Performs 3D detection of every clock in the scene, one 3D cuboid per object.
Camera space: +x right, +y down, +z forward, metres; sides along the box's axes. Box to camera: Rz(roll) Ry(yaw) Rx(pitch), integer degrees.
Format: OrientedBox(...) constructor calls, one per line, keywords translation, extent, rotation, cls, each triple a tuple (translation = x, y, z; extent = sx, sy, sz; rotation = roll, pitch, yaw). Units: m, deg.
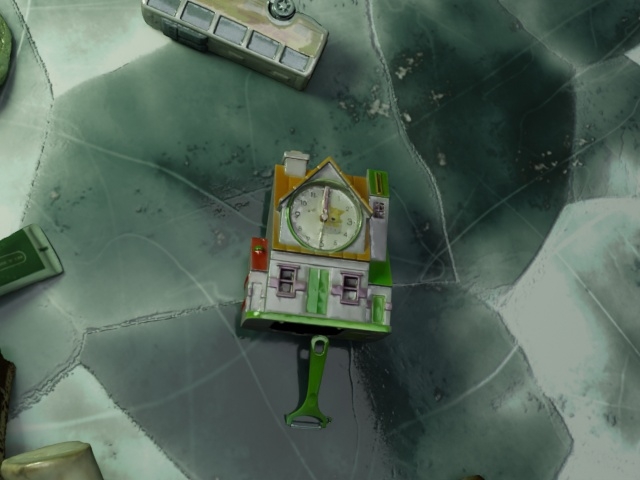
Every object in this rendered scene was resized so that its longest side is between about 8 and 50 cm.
OrientedBox(translation=(0.000, 0.000, 1.216), extent=(0.235, 0.166, 0.310), rotation=(7, 73, -9), cls="clock")

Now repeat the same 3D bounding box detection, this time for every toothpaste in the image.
OrientedBox(translation=(-0.590, 0.085, 1.102), extent=(0.392, 0.061, 0.099), rotation=(-28, 82, -35), cls="toothpaste")

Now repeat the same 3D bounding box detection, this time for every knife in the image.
OrientedBox(translation=(-0.008, 0.235, 1.195), extent=(0.078, 0.022, 0.166), rotation=(6, 104, -15), cls="knife")

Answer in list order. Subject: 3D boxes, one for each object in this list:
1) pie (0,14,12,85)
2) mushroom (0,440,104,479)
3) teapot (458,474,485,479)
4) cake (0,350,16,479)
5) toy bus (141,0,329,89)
OrientedBox(translation=(-0.635, -0.329, 1.220), extent=(0.240, 0.054, 0.241), rotation=(7, 66, -16), cls="pie")
OrientedBox(translation=(-0.354, 0.476, 0.934), extent=(0.315, 0.315, 0.356), rotation=(-42, 113, -17), cls="mushroom")
OrientedBox(translation=(0.279, 0.426, 1.203), extent=(0.085, 0.110, 0.080), rotation=(19, 49, -51), cls="teapot")
OrientedBox(translation=(-0.526, 0.260, 1.033), extent=(0.135, 0.112, 0.246), rotation=(-16, 44, -3), cls="cake")
OrientedBox(translation=(-0.158, -0.398, 1.324), extent=(0.342, 0.097, 0.138), rotation=(21, 80, -6), cls="toy bus")
